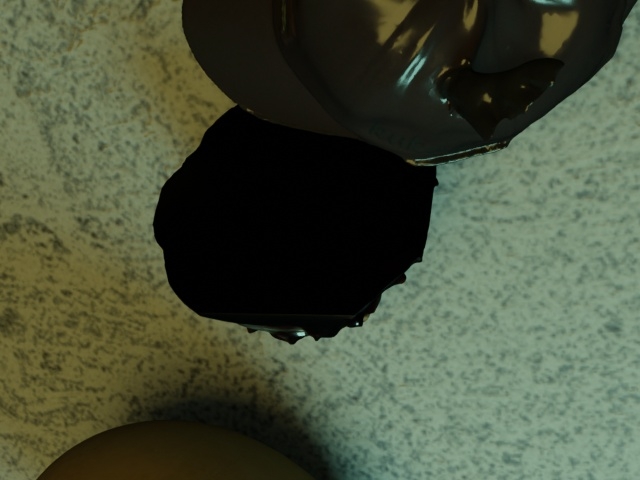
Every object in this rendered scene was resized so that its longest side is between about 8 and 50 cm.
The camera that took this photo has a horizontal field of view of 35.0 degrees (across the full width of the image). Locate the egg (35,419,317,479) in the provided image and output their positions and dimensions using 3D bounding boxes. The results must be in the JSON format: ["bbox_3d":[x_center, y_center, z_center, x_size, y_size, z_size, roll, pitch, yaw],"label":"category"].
[{"bbox_3d":[-0.101,0.325,0.886,0.374,0.301,0.301,35,118,4],"label":"egg"}]

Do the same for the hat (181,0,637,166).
[{"bbox_3d":[0.041,-0.178,0.664,0.336,0.209,0.238,5,87,16],"label":"hat"}]

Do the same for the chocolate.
[{"bbox_3d":[0.000,0.000,0.834,0.224,0.206,0.177,0,153,20],"label":"chocolate"}]
